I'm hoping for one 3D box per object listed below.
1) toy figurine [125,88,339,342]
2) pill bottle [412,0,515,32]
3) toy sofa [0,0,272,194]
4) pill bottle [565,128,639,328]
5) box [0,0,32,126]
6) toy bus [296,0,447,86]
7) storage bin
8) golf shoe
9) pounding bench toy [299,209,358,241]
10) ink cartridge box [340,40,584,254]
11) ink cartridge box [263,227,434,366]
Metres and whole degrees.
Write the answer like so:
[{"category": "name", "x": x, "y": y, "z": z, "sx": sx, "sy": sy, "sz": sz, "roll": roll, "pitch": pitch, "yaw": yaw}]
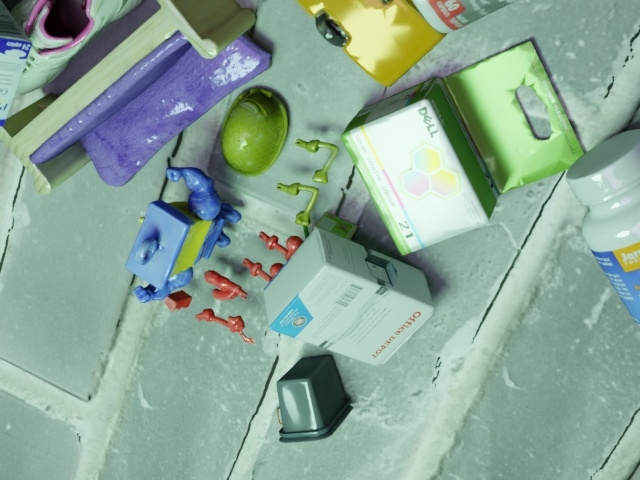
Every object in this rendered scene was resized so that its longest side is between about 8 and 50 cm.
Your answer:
[{"category": "toy figurine", "x": -0.155, "y": -0.012, "z": 1.587, "sx": 0.191, "sy": 0.217, "sz": 0.363, "roll": 37, "pitch": 116, "yaw": 20}, {"category": "pill bottle", "x": 0.232, "y": -0.366, "z": 1.338, "sx": 0.283, "sy": 0.161, "sz": 0.161, "roll": -23, "pitch": 106, "yaw": 25}, {"category": "toy sofa", "x": -0.250, "y": -0.198, "z": 1.593, "sx": 0.362, "sy": 0.150, "sz": 0.177, "roll": -33, "pitch": 100, "yaw": 29}, {"category": "pill bottle", "x": 0.421, "y": 0.004, "z": 1.463, "sx": 0.152, "sy": 0.152, "sz": 0.272, "roll": -28, "pitch": 104, "yaw": 28}, {"category": "box", "x": -0.458, "y": -0.243, "z": 1.567, "sx": 0.126, "sy": 0.072, "sz": 0.137, "roll": 49, "pitch": 125, "yaw": 36}, {"category": "toy bus", "x": 0.013, "y": -0.347, "z": 1.442, "sx": 0.333, "sy": 0.130, "sz": 0.108, "roll": 46, "pitch": 121, "yaw": -7}, {"category": "storage bin", "x": -0.020, "y": 0.231, "z": 1.742, "sx": 0.098, "sy": 0.135, "sz": 0.091, "roll": -8, "pitch": 101, "yaw": 22}, {"category": "golf shoe", "x": -0.378, "y": -0.285, "z": 1.601, "sx": 0.306, "sy": 0.140, "sz": 0.115, "roll": -34, "pitch": 102, "yaw": 30}, {"category": "pounding bench toy", "x": 0.000, "y": 0.000, "z": 1.661, "sx": 0.083, "sy": 0.052, "sz": 0.065, "roll": 23, "pitch": 120, "yaw": 7}, {"category": "ink cartridge box", "x": 0.185, "y": -0.118, "z": 1.515, "sx": 0.255, "sy": 0.097, "sz": 0.189, "roll": -21, "pitch": 107, "yaw": 27}, {"category": "ink cartridge box", "x": 0.038, "y": 0.082, "z": 1.624, "sx": 0.190, "sy": 0.082, "sz": 0.140, "roll": 21, "pitch": 125, "yaw": -30}]
